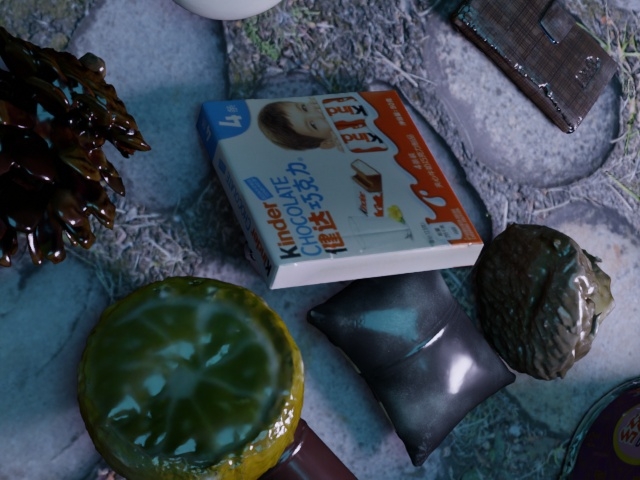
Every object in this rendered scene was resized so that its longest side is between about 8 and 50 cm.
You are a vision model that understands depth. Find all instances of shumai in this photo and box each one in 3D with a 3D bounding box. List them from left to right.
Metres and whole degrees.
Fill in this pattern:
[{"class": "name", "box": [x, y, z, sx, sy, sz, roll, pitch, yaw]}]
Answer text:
[{"class": "shumai", "box": [0.307, 0.064, 1.952, 0.176, 0.166, 0.206, -17, 125, -36]}]

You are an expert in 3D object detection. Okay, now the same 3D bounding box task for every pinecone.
[{"class": "pinecone", "box": [-0.308, -0.087, 1.639, 0.264, 0.264, 0.264, 2, 86, -24]}]

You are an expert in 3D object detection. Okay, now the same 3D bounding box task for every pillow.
[{"class": "pillow", "box": [0.118, 0.131, 1.884, 0.186, 0.106, 0.250, -41, 104, -19]}]

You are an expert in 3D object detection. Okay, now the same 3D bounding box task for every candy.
[{"class": "candy", "box": [-0.144, 0.164, 1.718, 0.260, 0.118, 0.260, 2, 63, -3]}]

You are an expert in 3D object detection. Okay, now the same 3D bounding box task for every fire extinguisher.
[{"class": "fire extinguisher", "box": [-0.037, 0.292, 1.815, 0.138, 0.102, 0.344, -40, 105, 11]}]

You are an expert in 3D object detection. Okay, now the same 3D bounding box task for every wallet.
[{"class": "wallet", "box": [0.283, -0.257, 2.017, 0.230, 0.042, 0.124, 41, 75, -16]}]

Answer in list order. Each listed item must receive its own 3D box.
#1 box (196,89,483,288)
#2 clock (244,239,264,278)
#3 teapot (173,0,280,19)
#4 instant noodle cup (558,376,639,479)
[{"class": "box", "box": [0.019, -0.067, 1.799, 0.265, 0.048, 0.273, -7, 50, -24]}, {"class": "clock", "box": [0.000, -0.001, 1.833, 0.176, 0.117, 0.080, -12, 91, -24]}, {"class": "teapot", "box": [-0.120, -0.358, 1.776, 0.300, 0.166, 0.208, -9, 114, -35]}, {"class": "instant noodle cup", "box": [0.512, 0.342, 1.962, 0.340, 0.266, 0.339, 1, 87, -24]}]
